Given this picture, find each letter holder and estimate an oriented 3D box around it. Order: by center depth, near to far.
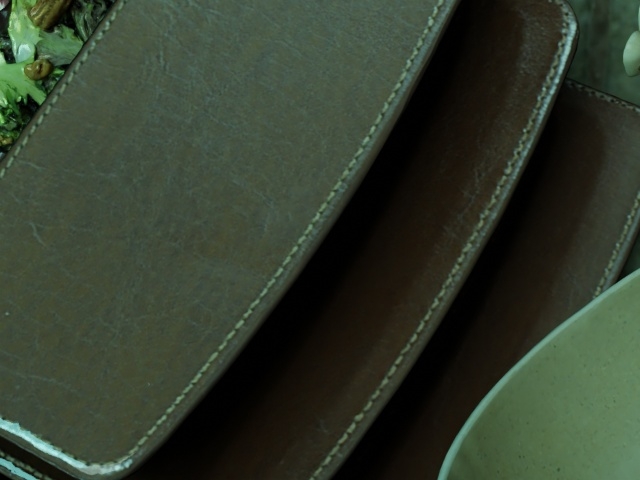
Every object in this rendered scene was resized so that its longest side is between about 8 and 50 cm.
[{"bbox_3d":[0.000,0.000,0.834,0.214,0.152,0.302,25,69,20],"label":"letter holder"}]

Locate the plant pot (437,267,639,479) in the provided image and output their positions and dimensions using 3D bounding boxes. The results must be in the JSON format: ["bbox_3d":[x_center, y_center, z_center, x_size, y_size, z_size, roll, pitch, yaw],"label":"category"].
[{"bbox_3d":[0.211,0.114,0.740,0.284,0.284,0.191,-28,104,11],"label":"plant pot"}]

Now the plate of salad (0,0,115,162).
[{"bbox_3d":[-0.117,-0.062,0.943,0.200,0.048,0.200,1,87,-14],"label":"plate of salad"}]

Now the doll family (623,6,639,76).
[{"bbox_3d":[0.218,-0.124,0.874,0.111,0.076,0.193,18,81,26],"label":"doll family"}]
